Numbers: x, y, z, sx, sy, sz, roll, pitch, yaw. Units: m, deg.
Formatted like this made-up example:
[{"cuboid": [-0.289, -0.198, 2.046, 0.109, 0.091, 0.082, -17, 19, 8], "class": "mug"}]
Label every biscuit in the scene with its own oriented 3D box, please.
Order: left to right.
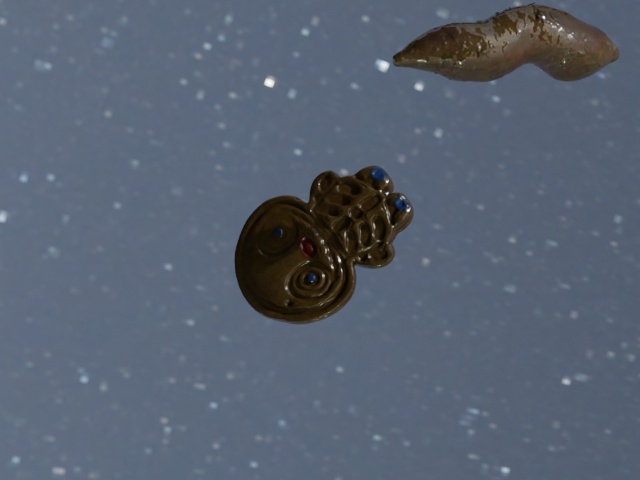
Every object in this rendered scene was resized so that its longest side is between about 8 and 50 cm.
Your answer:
[{"cuboid": [0.000, 0.000, 1.494, 0.175, 0.026, 0.124, -38, -105, -2], "class": "biscuit"}]

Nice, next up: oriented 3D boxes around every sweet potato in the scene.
[{"cuboid": [0.155, -0.162, 1.343, 0.051, 0.218, 0.065, 168, -82, -65], "class": "sweet potato"}]
